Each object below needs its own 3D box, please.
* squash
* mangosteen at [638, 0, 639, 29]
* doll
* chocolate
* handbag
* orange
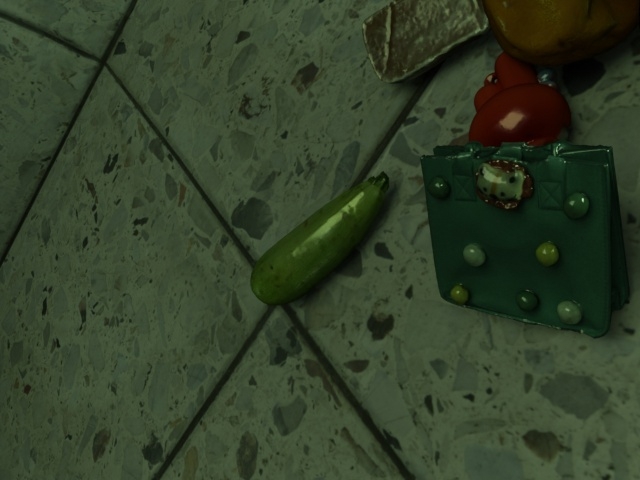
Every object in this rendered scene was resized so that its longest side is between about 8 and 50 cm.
[{"bbox_3d":[0.003,0.007,1.190,0.370,0.118,0.118,-39,54,22],"label":"squash"},{"bbox_3d":[0.494,-0.328,0.682,0.347,0.307,0.307,46,113,5],"label":"mangosteen"},{"bbox_3d":[0.311,-0.177,0.948,0.161,0.129,0.291,-32,49,35],"label":"doll"},{"bbox_3d":[0.210,-0.400,1.140,0.253,0.080,0.157,-25,77,37],"label":"chocolate"},{"bbox_3d":[0.273,-0.001,0.848,0.268,0.100,0.274,12,130,42],"label":"handbag"},{"bbox_3d":[0.357,-0.393,0.898,0.248,0.183,0.249,-13,49,15],"label":"orange"}]
